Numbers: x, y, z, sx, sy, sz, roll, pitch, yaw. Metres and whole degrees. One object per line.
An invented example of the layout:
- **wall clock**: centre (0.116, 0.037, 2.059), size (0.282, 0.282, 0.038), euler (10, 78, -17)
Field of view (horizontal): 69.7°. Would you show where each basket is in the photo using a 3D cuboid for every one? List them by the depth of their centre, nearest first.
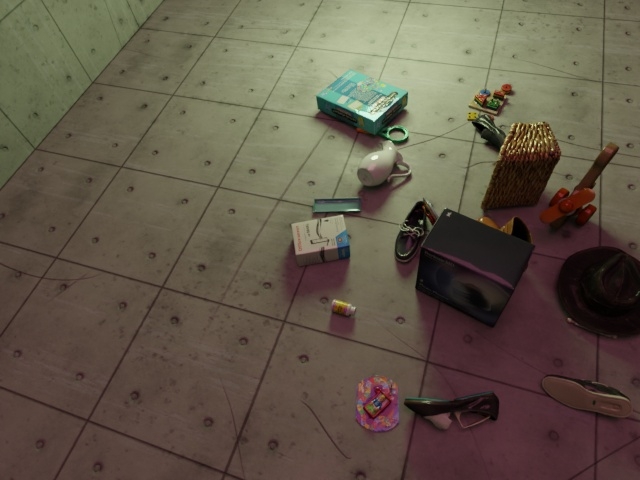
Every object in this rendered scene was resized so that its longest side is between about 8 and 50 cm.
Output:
- **basket**: centre (0.704, -0.285, 1.698), size (0.222, 0.299, 0.214), euler (-5, 56, 3)

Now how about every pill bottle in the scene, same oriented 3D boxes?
- **pill bottle**: centre (0.080, 0.235, 1.589), size (0.083, 0.043, 0.043), euler (14, 60, 15)

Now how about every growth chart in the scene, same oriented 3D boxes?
- **growth chart**: centre (0.927, 0.207, 1.520), size (0.172, 0.021, 0.237), euler (28, 64, 23)

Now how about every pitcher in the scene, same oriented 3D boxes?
- **pitcher**: centre (0.263, -0.293, 1.876), size (0.177, 0.125, 0.207), euler (42, 58, 11)

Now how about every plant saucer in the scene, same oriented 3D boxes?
- **plant saucer**: centre (0.067, -0.140, 1.851), size (0.192, 0.018, 0.067), euler (-1, 57, 7)

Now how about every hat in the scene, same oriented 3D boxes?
- **hat**: centre (0.941, 0.131, 1.477), size (0.331, 0.134, 0.331), euler (-5, 56, 7)

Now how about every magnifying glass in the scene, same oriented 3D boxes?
- **magnifying glass**: centre (0.276, -0.481, 2.042), size (0.230, 0.026, 0.092), euler (11, 59, 14)

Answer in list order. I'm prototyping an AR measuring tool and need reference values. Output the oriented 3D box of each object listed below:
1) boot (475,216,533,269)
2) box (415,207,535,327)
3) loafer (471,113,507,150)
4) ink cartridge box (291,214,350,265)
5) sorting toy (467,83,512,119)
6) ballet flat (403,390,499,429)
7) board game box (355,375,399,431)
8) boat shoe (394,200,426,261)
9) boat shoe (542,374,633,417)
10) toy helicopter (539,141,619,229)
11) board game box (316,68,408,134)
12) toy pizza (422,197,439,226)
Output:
- **boot**: centre (0.627, -0.016, 1.581), size (0.109, 0.220, 0.284), euler (-11, 57, 0)
- **box**: centre (0.480, 0.092, 1.486), size (0.296, 0.294, 0.183), euler (26, 64, 22)
- **loafer**: centre (0.717, -0.447, 1.942), size (0.078, 0.076, 0.223), euler (-20, 52, 0)
- **ink cartridge box**: centre (0.000, 0.000, 1.726), size (0.203, 0.086, 0.148), euler (-10, 57, -1)
- **sorting toy**: centre (0.754, -0.635, 2.072), size (0.132, 0.046, 0.275), euler (26, 64, 22)
- **ballet flat**: centre (0.390, 0.503, 1.354), size (0.280, 0.095, 0.096), euler (-5, 69, 3)
- **board game box**: centre (0.175, 0.496, 1.415), size (0.133, 0.033, 0.169), euler (1, 57, 7)
- **boat shoe**: centre (0.341, -0.037, 1.713), size (0.095, 0.079, 0.255), euler (21, 62, 20)
- **boat shoe**: centre (0.782, 0.450, 1.361), size (0.233, 0.084, 0.079), euler (12, 21, 22)
- **toy helicopter**: centre (0.889, -0.175, 1.573), size (0.235, 0.355, 0.140), euler (-28, 57, -32)
- **board game box**: centre (0.189, -0.641, 2.108), size (0.336, 0.079, 0.254), euler (33, 63, 27)
- **toy pizza**: centre (0.415, -0.065, 1.660), size (0.032, 0.201, 0.201), euler (-31, 57, 10)
